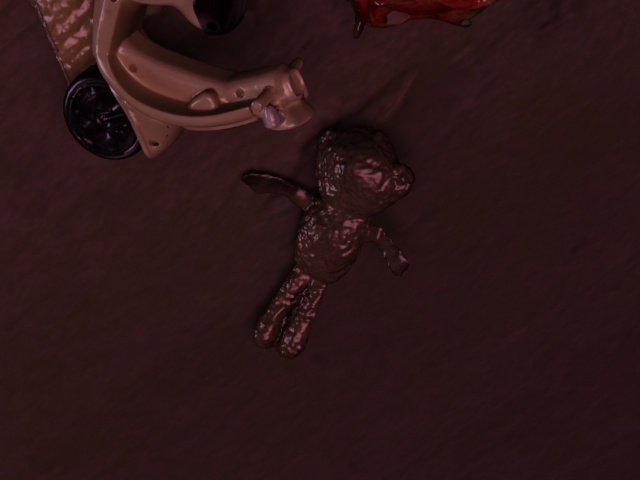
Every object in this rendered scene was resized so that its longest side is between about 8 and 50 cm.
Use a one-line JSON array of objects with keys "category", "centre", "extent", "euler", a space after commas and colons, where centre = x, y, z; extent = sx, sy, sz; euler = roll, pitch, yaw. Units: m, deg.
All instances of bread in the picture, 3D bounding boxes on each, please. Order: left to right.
[{"category": "bread", "centre": [-0.252, -0.260, 1.859], "extent": [0.172, 0.064, 0.232], "euler": [18, 110, -17]}]

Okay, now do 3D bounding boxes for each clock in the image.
[{"category": "clock", "centre": [-0.132, -0.237, 1.742], "extent": [0.276, 0.120, 0.379], "euler": [15, 124, 16]}]

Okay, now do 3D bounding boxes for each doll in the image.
[{"category": "doll", "centre": [0.015, 0.006, 1.995], "extent": [0.203, 0.091, 0.286], "euler": [7, 104, 26]}]

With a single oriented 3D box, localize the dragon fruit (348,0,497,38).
[{"category": "dragon fruit", "centre": [0.093, -0.347, 1.781], "extent": [0.303, 0.237, 0.231], "euler": [30, 128, -28]}]
